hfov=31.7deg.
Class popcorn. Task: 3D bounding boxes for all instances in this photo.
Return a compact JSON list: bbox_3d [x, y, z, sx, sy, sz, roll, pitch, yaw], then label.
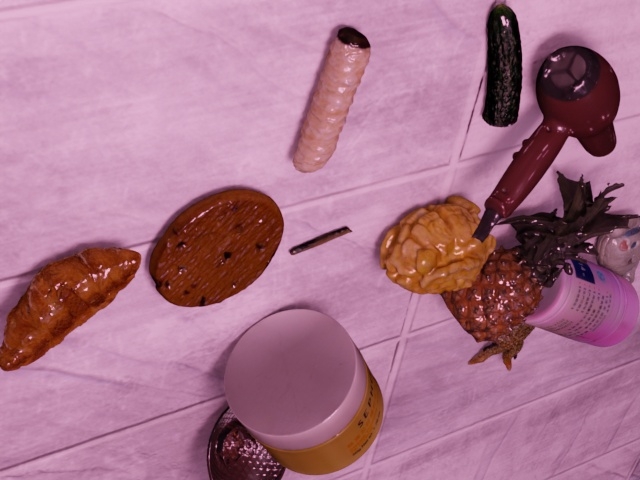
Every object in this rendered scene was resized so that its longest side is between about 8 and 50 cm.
[{"bbox_3d":[0.200,0.016,1.817,0.194,0.140,0.163,10,128,-47],"label":"popcorn"}]

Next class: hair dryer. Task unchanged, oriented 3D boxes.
[{"bbox_3d":[0.350,-0.120,1.766,0.340,0.123,0.312,-54,152,-6],"label":"hair dryer"}]

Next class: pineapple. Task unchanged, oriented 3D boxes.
[{"bbox_3d":[0.374,0.017,1.935,0.364,0.165,0.165,-43,143,13],"label":"pineapple"}]

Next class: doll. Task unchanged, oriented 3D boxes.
[{"bbox_3d":[0.584,0.016,2.189,0.103,0.071,0.214,-36,138,-12],"label":"doll"}]

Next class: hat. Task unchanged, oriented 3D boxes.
[{"bbox_3d":[-0.146,0.360,1.949,0.193,0.082,0.193,0,90,-47],"label":"hat"}]

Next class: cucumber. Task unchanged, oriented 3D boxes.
[{"bbox_3d":[0.268,-0.259,1.652,0.058,0.052,0.214,-4,137,3],"label":"cucumber"}]

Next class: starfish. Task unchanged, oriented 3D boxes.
[{"bbox_3d":[0.353,0.177,2.189,0.176,0.053,0.208,10,119,-29],"label":"starfish"}]

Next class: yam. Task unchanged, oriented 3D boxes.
[{"bbox_3d":[0.000,0.000,1.734,0.107,0.014,0.014,-22,140,-20],"label":"yam"}]

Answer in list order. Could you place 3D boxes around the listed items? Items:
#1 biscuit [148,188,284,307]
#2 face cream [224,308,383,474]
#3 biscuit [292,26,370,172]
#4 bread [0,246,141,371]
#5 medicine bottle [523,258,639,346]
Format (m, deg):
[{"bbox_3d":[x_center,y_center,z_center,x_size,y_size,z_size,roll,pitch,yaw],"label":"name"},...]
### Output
[{"bbox_3d":[-0.146,0.010,1.605,0.212,0.036,0.212,-23,140,-21],"label":"biscuit"},{"bbox_3d":[-0.023,0.245,1.805,0.218,0.218,0.179,-35,144,-4],"label":"face cream"},{"bbox_3d":[0.016,-0.184,1.518,0.061,0.055,0.219,-15,139,-43],"label":"biscuit"},{"bbox_3d":[-0.342,0.076,1.480,0.233,0.076,0.105,-42,156,-6],"label":"bread"},{"bbox_3d":[0.464,0.104,2.093,0.254,0.152,0.152,19,116,-42],"label":"medicine bottle"}]
